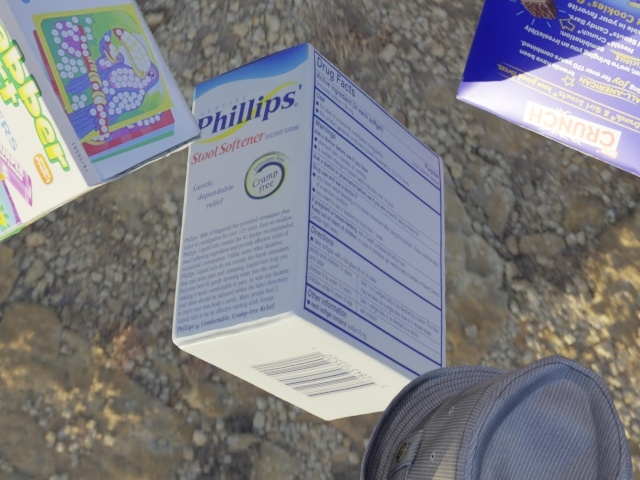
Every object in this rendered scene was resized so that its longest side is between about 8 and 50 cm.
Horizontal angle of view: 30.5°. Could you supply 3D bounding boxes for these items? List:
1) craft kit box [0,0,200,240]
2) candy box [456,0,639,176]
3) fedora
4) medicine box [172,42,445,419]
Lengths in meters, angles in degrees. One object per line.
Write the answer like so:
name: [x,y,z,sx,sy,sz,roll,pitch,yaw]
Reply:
craft kit box: [-0.178,-0.122,0.534,0.061,0.247,0.250,-31,97,-34]
candy box: [0.311,-0.244,1.219,0.268,0.122,0.317,25,137,11]
fedora: [0.165,0.184,0.940,0.244,0.275,0.124,33,139,9]
medicine box: [0.000,0.000,1.177,0.149,0.289,0.263,-15,149,31]
